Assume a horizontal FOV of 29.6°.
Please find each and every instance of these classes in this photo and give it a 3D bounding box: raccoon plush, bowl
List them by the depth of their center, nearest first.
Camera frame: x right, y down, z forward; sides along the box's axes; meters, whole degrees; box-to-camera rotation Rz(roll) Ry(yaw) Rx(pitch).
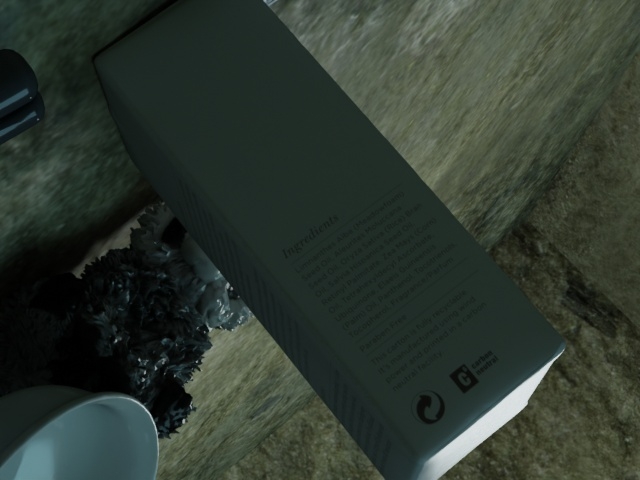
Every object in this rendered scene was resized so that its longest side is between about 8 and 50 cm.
[{"bbox_3d":[-0.304,0.254,1.178,0.298,0.134,0.297,-43,147,-37],"label":"bowl"},{"bbox_3d":[-0.256,0.089,1.417,0.446,0.216,0.299,-17,-159,36],"label":"raccoon plush"}]

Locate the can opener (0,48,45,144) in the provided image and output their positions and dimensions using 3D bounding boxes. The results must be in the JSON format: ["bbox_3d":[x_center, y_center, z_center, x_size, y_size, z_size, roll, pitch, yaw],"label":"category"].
[{"bbox_3d":[-0.319,-0.030,0.881,0.283,0.095,0.076,-33,164,-16],"label":"can opener"}]

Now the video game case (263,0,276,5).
[{"bbox_3d":[0.001,-0.307,1.133,0.190,0.022,0.173,-38,166,-22],"label":"video game case"}]

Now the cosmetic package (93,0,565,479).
[{"bbox_3d":[0.000,0.000,1.110,0.161,0.453,0.230,-37,165,-12],"label":"cosmetic package"}]
